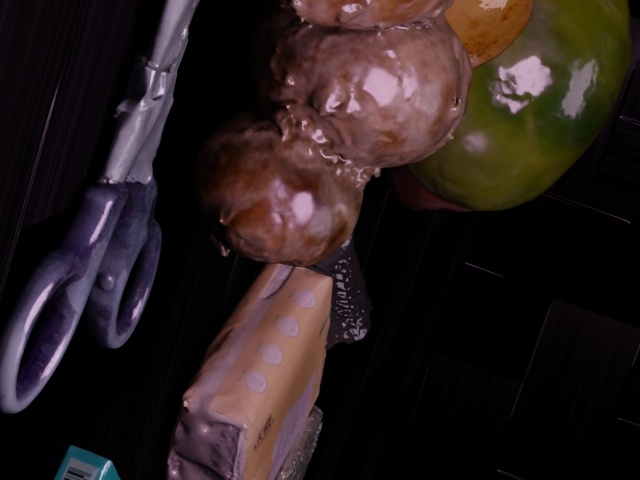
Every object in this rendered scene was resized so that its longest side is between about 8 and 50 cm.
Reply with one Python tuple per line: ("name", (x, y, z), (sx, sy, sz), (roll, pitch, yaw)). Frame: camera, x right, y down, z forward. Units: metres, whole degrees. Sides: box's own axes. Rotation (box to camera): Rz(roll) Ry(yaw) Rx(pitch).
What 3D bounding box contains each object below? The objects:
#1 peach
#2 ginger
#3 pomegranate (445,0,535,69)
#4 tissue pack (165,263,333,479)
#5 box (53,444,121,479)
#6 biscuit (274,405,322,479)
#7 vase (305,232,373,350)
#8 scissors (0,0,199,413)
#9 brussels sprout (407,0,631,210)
("peach", (0.155, -0.110, 2.338), (0.152, 0.152, 0.152), (20, 90, -81))
("ginger", (0.028, -0.168, 1.379), (0.256, 0.176, 0.375), (-32, 144, -50))
("pomegranate", (0.129, -0.254, 1.746), (0.196, 0.196, 0.196), (20, 90, -81))
("tissue pack", (-0.065, 0.149, 1.735), (0.222, 0.090, 0.186), (-61, 165, -46))
("box", (-0.203, 0.277, 1.361), (0.161, 0.042, 0.226), (83, 28, -68))
("biscuit", (-0.061, 0.319, 2.250), (0.147, 0.046, 0.250), (7, 103, -80))
("vase", (0.000, 0.000, 1.794), (0.237, 0.115, 0.115), (90, 22, -54))
("scissors", (-0.111, -0.083, 1.172), (0.256, 0.029, 0.383), (-37, 148, -72))
("brussels sprout", (0.190, -0.200, 2.023), (0.344, 0.268, 0.344), (-160, -90, -77))
